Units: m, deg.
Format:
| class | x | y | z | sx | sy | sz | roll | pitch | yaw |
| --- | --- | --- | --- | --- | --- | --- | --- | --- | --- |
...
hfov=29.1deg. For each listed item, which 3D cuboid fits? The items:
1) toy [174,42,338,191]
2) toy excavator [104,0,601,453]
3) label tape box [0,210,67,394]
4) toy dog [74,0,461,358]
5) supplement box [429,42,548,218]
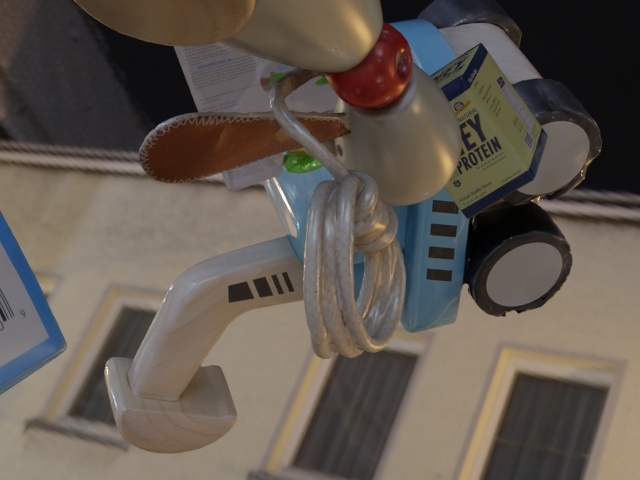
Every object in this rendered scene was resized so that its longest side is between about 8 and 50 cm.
| class | x | y | z | sx | sy | sz | roll | pitch | yaw |
| --- | --- | --- | --- | --- | --- | --- | --- | --- | --- |
| toy | -0.043 | -0.161 | 0.945 | 0.137 | 0.056 | 0.237 | -17 | -57 | 2 |
| toy excavator | 0.000 | 0.000 | 1.208 | 0.445 | 0.222 | 0.433 | -10 | -48 | -13 |
| label tape box | -0.361 | 0.105 | 0.756 | 0.347 | 0.249 | 0.115 | -15 | -77 | 41 |
| toy dog | -0.049 | -0.114 | 0.597 | 0.161 | 0.220 | 0.334 | 4 | -45 | 25 |
| supplement box | 0.104 | -0.076 | 0.835 | 0.056 | 0.083 | 0.083 | -32 | -78 | 27 |
